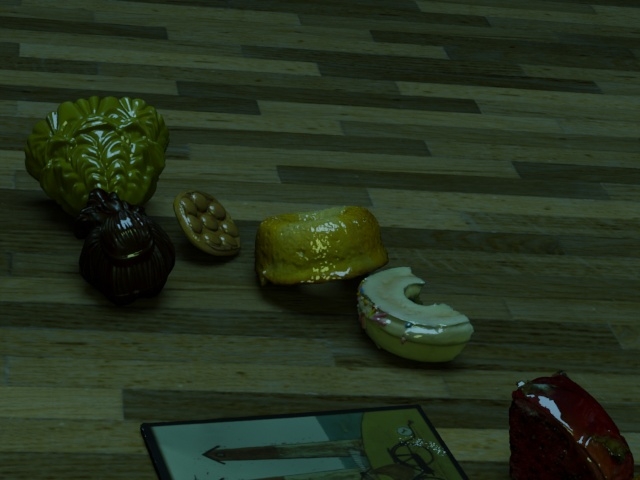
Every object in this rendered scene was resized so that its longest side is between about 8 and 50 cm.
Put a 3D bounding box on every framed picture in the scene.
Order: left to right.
[{"bbox_3d":[-0.003,0.247,1.698,0.323,0.013,0.244,-1,27,-20],"label":"framed picture"}]

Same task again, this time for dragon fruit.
[{"bbox_3d":[0.285,0.214,1.728,0.120,0.127,0.161,-24,39,-35],"label":"dragon fruit"}]

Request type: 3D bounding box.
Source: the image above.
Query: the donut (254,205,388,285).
[{"bbox_3d":[-0.002,-0.001,2.072,0.174,0.075,0.190,-6,12,13],"label":"donut"}]

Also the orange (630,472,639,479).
[{"bbox_3d":[0.347,0.307,1.398,0.274,0.274,0.274,6,26,-3],"label":"orange"}]

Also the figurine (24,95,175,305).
[{"bbox_3d":[-0.259,-0.033,2.071,0.187,0.168,0.315,9,33,-24],"label":"figurine"}]

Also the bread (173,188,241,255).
[{"bbox_3d":[-0.146,-0.021,2.127,0.110,0.024,0.110,34,31,-24],"label":"bread"}]

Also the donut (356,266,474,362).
[{"bbox_3d":[0.098,0.094,1.974,0.108,0.065,0.166,-7,30,-26],"label":"donut"}]
